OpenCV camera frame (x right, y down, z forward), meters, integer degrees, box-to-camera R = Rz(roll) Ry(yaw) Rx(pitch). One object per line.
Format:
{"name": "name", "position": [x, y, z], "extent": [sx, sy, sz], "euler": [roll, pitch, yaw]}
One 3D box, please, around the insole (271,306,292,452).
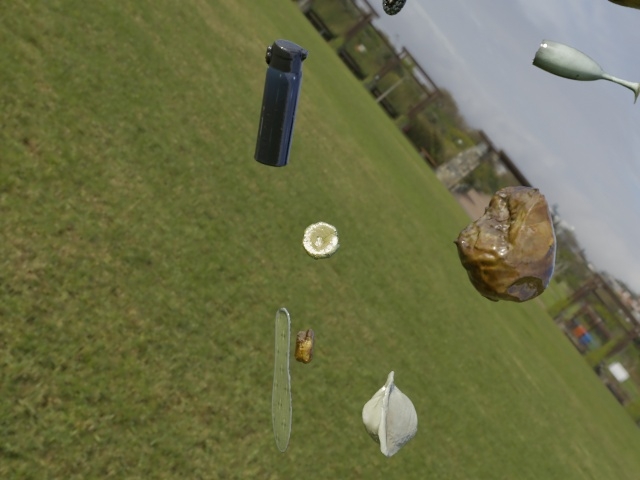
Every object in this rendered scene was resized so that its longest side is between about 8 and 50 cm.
{"name": "insole", "position": [-0.087, 0.311, 1.831], "extent": [0.007, 0.322, 0.109], "euler": [2, -4, -28]}

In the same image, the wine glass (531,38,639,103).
{"name": "wine glass", "position": [0.484, -0.310, 1.475], "extent": [0.198, 0.066, 0.066], "euler": [24, 7, 12]}

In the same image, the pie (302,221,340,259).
{"name": "pie", "position": [0.000, 0.000, 1.681], "extent": [0.084, 0.084, 0.020], "euler": [55, -10, 23]}

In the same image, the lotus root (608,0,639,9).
{"name": "lotus root", "position": [0.629, -0.504, 1.621], "extent": [0.190, 0.094, 0.108], "euler": [13, 59, -21]}

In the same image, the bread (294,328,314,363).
{"name": "bread", "position": [-0.037, 0.251, 1.935], "extent": [0.081, 0.046, 0.083], "euler": [96, 2, -71]}

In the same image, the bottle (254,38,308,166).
{"name": "bottle", "position": [-0.082, -0.268, 1.602], "extent": [0.082, 0.244, 0.072], "euler": [14, 28, 3]}

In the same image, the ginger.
{"name": "ginger", "position": [0.475, 0.028, 1.994], "extent": [0.223, 0.269, 0.200], "euler": [51, -8, -29]}

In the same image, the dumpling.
{"name": "dumpling", "position": [0.163, 0.404, 1.933], "extent": [0.216, 0.126, 0.166], "euler": [-36, 125, -47]}

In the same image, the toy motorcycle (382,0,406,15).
{"name": "toy motorcycle", "position": [0.174, -0.631, 1.738], "extent": [0.089, 0.171, 0.298], "euler": [5, 70, -26]}
